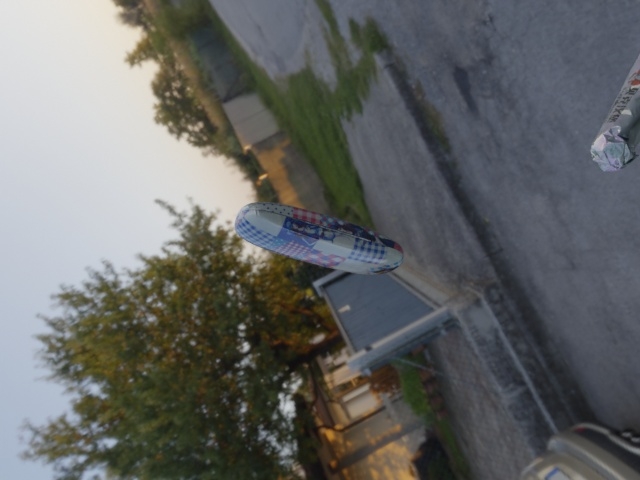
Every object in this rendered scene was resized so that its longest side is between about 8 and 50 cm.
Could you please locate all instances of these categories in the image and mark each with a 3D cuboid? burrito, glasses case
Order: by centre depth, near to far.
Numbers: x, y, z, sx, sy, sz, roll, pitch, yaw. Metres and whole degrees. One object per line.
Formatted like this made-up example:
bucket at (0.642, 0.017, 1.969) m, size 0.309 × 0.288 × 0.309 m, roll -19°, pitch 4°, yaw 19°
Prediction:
burrito at (0.428, -0.183, 0.741) m, size 0.064 × 0.203 × 0.064 m, roll 30°, pitch 178°, yaw 1°
glasses case at (0.000, 0.000, 1.048) m, size 0.125 × 0.328 × 0.076 m, roll 136°, pitch 146°, yaw -61°
